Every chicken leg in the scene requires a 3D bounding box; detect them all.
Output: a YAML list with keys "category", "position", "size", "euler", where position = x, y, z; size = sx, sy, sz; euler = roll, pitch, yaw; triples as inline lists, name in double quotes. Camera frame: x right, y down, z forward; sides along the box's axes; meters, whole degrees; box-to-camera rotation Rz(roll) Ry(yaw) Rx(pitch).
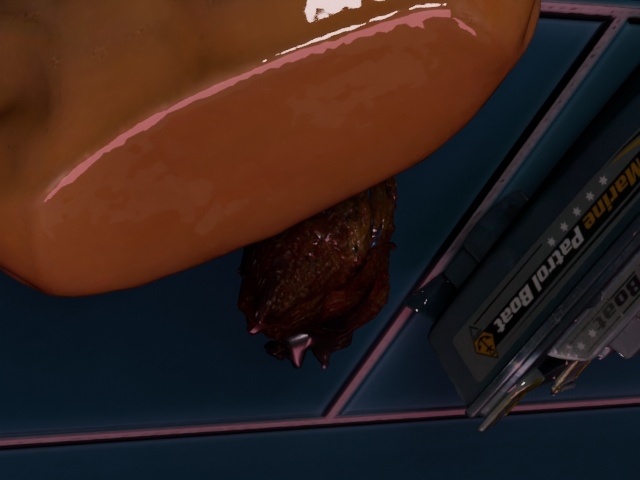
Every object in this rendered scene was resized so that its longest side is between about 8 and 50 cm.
- category: "chicken leg"
  position: [0.000, 0.000, 0.821]
  size: [0.063, 0.105, 0.234]
  euler: [7, 173, 4]

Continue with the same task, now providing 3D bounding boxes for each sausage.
- category: "sausage"
  position: [-0.031, -0.069, 0.699]
  size: [0.241, 0.136, 0.120]
  euler: [-22, 136, 5]

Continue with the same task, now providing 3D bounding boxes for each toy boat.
- category: "toy boat"
  position: [0.172, -0.023, 0.907]
  size: [0.296, 0.122, 0.114]
  euler: [-49, 165, 32]
